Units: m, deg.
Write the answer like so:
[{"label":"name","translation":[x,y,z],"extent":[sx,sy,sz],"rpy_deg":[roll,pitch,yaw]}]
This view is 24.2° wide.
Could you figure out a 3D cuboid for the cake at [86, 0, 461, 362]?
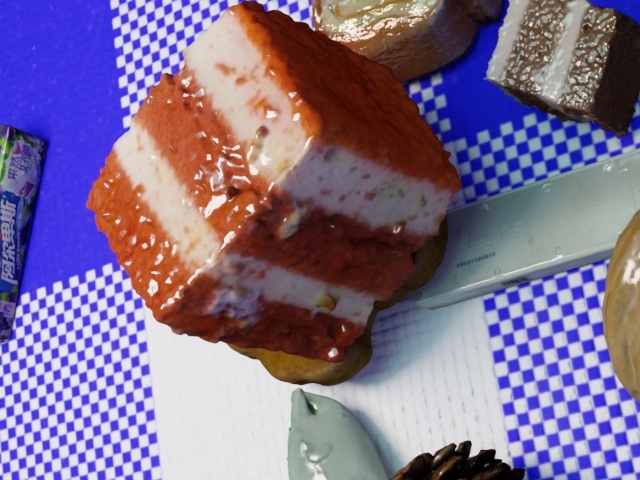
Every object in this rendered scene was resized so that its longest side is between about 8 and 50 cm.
[{"label":"cake","translation":[-0.051,-0.059,1.662],"extent":[0.319,0.269,0.270],"rpy_deg":[-53,47,21]}]

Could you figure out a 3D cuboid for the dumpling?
[{"label":"dumpling","translation":[0.002,0.283,1.766],"extent":[0.149,0.105,0.216],"rpy_deg":[-39,62,21]}]

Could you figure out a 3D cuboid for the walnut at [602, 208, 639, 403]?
[{"label":"walnut","translation":[0.414,0.048,1.460],"extent":[0.277,0.252,0.313],"rpy_deg":[47,116,31]}]

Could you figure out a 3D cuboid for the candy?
[{"label":"candy","translation":[-0.464,-0.010,2.149],"extent":[0.061,0.088,0.312],"rpy_deg":[7,83,30]}]

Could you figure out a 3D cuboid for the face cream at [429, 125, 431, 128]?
[{"label":"face cream","translation":[0.086,-0.135,1.856],"extent":[0.115,0.020,0.038],"rpy_deg":[17,88,34]}]

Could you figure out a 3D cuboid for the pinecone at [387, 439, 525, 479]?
[{"label":"pinecone","translation":[0.155,0.333,1.588],"extent":[0.272,0.224,0.224],"rpy_deg":[33,98,30]}]

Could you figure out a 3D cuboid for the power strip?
[{"label":"power strip","translation":[0.256,-0.014,1.703],"extent":[0.367,0.043,0.106],"rpy_deg":[-18,70,30]}]

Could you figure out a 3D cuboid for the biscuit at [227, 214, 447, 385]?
[{"label":"biscuit","translation":[0.000,0.000,1.828],"extent":[0.381,0.074,0.358],"rpy_deg":[9,86,43]}]

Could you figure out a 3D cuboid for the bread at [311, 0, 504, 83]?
[{"label":"bread","translation":[0.102,-0.299,1.822],"extent":[0.244,0.123,0.190],"rpy_deg":[-13,70,29]}]

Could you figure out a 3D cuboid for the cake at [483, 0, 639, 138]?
[{"label":"cake","translation":[0.277,-0.200,1.674],"extent":[0.147,0.135,0.134],"rpy_deg":[14,87,30]}]
